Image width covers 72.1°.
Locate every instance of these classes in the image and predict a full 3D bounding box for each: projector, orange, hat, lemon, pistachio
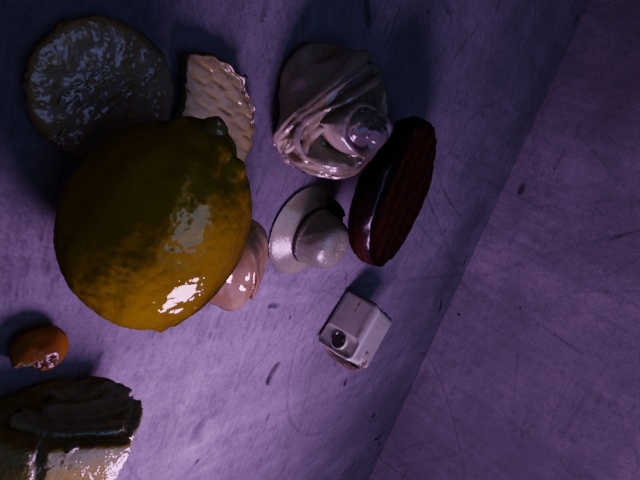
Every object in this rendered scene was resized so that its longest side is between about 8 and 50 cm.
[{"bbox_3d":[0.117,0.319,1.514,0.243,0.163,0.177,-58,146,-7],"label":"projector"},{"bbox_3d":[-0.458,0.179,0.722,0.086,0.062,0.086,-34,138,-38],"label":"orange"},{"bbox_3d":[0.000,0.000,1.141,0.257,0.130,0.257,-34,139,-36],"label":"hat"},{"bbox_3d":[-0.245,-0.026,0.659,0.285,0.285,0.316,-21,121,-44],"label":"lemon"},{"bbox_3d":[-0.180,0.053,0.921,0.157,0.157,0.230,-31,149,-37],"label":"pistachio"}]

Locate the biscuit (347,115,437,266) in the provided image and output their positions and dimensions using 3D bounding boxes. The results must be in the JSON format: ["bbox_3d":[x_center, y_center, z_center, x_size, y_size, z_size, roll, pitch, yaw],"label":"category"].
[{"bbox_3d":[0.193,-0.129,1.185,0.407,0.091,0.408,-42,145,-40],"label":"biscuit"}]

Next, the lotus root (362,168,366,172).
[{"bbox_3d":[0.186,-0.163,1.320,0.144,0.070,0.143,-35,140,-34],"label":"lotus root"}]

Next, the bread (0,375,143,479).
[{"bbox_3d":[-0.442,0.338,0.756,0.257,0.186,0.124,13,108,-48],"label":"bread"}]

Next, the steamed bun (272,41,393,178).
[{"bbox_3d":[0.051,-0.266,0.938,0.267,0.207,0.280,-4,116,-52],"label":"steamed bun"}]

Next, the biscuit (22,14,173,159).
[{"bbox_3d":[-0.312,-0.212,0.646,0.219,0.033,0.220,-37,143,-34],"label":"biscuit"}]

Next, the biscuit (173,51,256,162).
[{"bbox_3d":[-0.198,-0.193,0.812,0.187,0.036,0.274,-6,119,-51],"label":"biscuit"}]
